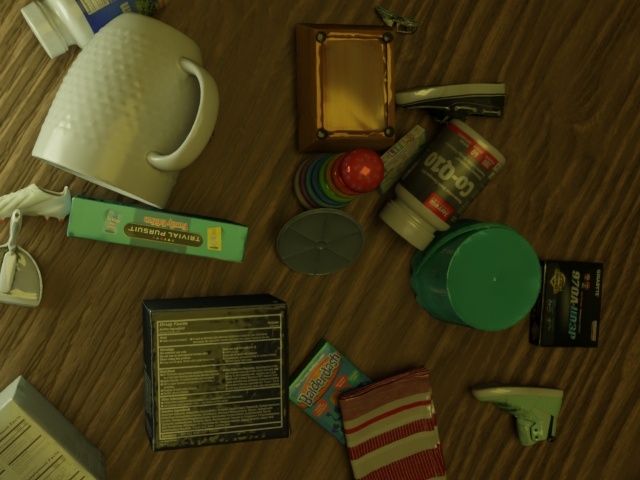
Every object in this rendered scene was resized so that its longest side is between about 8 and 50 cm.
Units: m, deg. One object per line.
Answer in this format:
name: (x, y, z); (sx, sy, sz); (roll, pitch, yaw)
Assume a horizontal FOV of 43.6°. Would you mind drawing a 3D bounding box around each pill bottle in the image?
pill bottle: (-0.458, -0.485, 1.630); (0.272, 0.152, 0.152); (-34, 102, -11)
pill bottle: (0.274, -0.124, 1.837); (0.161, 0.161, 0.283); (37, 98, -15)

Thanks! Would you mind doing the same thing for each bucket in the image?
bucket: (0.370, 0.081, 1.891); (0.281, 0.183, 0.281); (-1, 94, -16)

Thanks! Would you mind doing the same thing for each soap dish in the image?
soap dish: (0.063, -0.345, 1.808); (0.229, 0.118, 0.290); (-2, 95, -16)

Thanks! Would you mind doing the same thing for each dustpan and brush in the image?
dustpan and brush: (-0.639, 0.035, 1.649); (0.147, 0.060, 0.211); (11, 97, -17)

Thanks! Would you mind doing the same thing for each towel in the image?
towel: (0.177, 0.482, 1.906); (0.237, 0.037, 0.329); (-17, 106, -19)

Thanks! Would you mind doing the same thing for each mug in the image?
mug: (-0.339, -0.252, 1.553); (0.276, 0.374, 0.328); (26, 84, -50)

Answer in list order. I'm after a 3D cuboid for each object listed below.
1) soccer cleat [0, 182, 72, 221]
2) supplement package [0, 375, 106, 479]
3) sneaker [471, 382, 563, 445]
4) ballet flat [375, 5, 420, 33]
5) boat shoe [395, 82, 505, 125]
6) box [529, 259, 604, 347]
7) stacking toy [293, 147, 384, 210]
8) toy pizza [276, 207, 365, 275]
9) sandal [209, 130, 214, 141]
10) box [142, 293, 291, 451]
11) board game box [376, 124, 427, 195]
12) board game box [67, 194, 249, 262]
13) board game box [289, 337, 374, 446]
soccer cleat: (-0.615, -0.082, 1.654); (0.196, 0.068, 0.076); (0, 110, -24)
supplement package: (-0.599, 0.452, 1.626); (0.198, 0.199, 0.262); (-43, 104, -9)
sneaker: (0.489, 0.435, 1.991); (0.256, 0.094, 0.151); (8, 85, -19)
ballet flat: (0.177, -0.512, 1.873); (0.114, 0.041, 0.041); (17, 89, -16)
boat shoe: (0.309, -0.316, 1.884); (0.301, 0.108, 0.102); (-9, 102, -29)
box: (0.627, 0.161, 2.039); (0.175, 0.051, 0.220); (3, 92, -16)
stacking toy: (0.045, -0.138, 1.701); (0.141, 0.330, 0.141); (1, 86, -15)
toy pizza: (0.000, 0.000, 1.814); (0.201, 0.032, 0.201); (-4, 132, -5)
sandal: (-0.322, -0.231, 1.745); (0.180, 0.049, 0.072); (-10, 89, 0)
box: (-0.227, 0.273, 1.731); (0.296, 0.183, 0.294); (-1, 95, -18)
board game box: (0.186, -0.187, 1.867); (0.154, 0.103, 0.026); (-41, 62, -10)
board game box: (-0.339, -0.026, 1.643); (0.336, 0.254, 0.079); (9, 91, -16)
board game box: (0.033, 0.358, 1.882); (0.210, 0.047, 0.160); (42, 82, -14)
